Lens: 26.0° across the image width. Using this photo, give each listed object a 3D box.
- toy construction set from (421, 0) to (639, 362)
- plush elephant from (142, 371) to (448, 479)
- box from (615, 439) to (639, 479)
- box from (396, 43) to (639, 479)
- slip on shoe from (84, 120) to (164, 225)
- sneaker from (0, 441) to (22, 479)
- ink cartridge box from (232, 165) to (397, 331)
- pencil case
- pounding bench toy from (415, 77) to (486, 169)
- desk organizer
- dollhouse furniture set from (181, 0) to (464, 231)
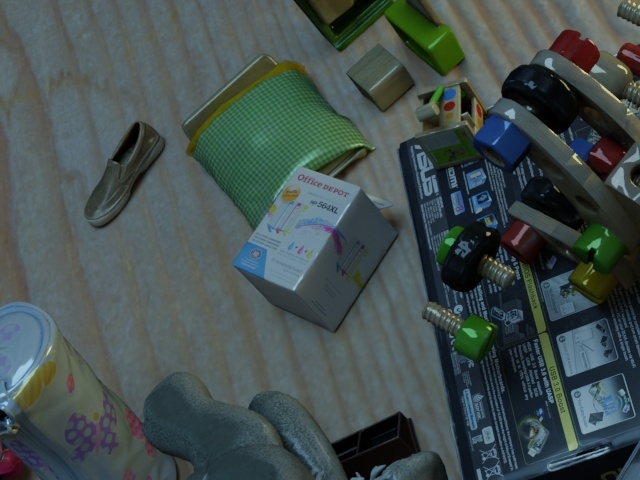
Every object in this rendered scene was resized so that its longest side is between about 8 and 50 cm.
[{"bbox_3d":[0.270,-0.040,1.086,0.237,0.257,0.309,31,53,22],"label":"toy construction set"},{"bbox_3d":[-0.015,0.276,1.126,0.330,0.255,0.272,-7,47,37],"label":"plush elephant"},{"bbox_3d":[0.317,0.234,0.998,0.231,0.056,0.183,32,93,26],"label":"box"},{"bbox_3d":[0.250,0.022,1.223,0.318,0.097,0.395,-24,50,18],"label":"box"},{"bbox_3d":[-0.237,-0.080,1.626,0.051,0.041,0.135,29,77,41],"label":"slip on shoe"},{"bbox_3d":[-0.422,0.317,1.422,0.112,0.121,0.299,27,82,9],"label":"sneaker"},{"bbox_3d":[0.000,0.000,1.393,0.092,0.090,0.143,21,72,39],"label":"ink cartridge box"},{"bbox_3d":[-0.237,0.175,1.296,0.113,0.273,0.124,-31,46,0],"label":"pencil case"},{"bbox_3d":[0.116,-0.120,1.287,0.052,0.083,0.065,-14,52,24],"label":"pounding bench toy"},{"bbox_3d":[0.021,0.197,1.270,0.130,0.050,0.047,-26,49,13],"label":"desk organizer"},{"bbox_3d":[-0.029,-0.184,1.496,0.301,0.151,0.197,-42,47,0],"label":"dollhouse furniture set"}]
